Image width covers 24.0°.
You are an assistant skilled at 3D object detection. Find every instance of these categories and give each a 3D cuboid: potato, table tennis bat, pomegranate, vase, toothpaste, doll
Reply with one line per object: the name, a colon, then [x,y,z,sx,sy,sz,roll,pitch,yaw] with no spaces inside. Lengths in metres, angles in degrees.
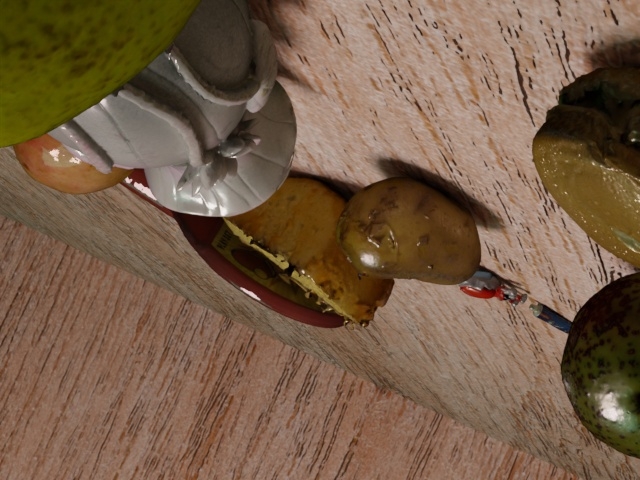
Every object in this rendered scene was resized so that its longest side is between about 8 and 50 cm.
potato: [0.106,-0.011,1.774,0.176,0.137,0.137,9,177,-26]
table tennis bat: [-0.121,-0.004,2.176,0.415,0.051,0.268,33,-158,-4]
pomegranate: [0.370,0.125,1.664,0.214,0.214,0.248,28,-159,-4]
vase: [-0.155,-0.162,1.473,0.250,0.250,0.445,24,172,17]
toothpaste: [0.316,0.107,2.050,0.083,0.019,0.027,29,152,-24]
doll: [0.220,0.060,2.016,0.114,0.039,0.057,21,-164,-8]
pomegranate: [-0.306,-0.149,1.940,0.191,0.191,0.191,26,168,6]

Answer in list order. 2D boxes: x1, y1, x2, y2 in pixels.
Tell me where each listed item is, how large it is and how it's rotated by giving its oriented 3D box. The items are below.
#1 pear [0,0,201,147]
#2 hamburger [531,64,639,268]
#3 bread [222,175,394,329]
pear: [-0.215,-0.253,0.895,0.391,0.391,0.391,26,168,6]
hamburger: [0.268,-0.060,1.212,0.189,0.122,0.215,40,168,-22]
bread: [-0.001,0.000,2.000,0.160,0.147,0.260,45,174,-35]
